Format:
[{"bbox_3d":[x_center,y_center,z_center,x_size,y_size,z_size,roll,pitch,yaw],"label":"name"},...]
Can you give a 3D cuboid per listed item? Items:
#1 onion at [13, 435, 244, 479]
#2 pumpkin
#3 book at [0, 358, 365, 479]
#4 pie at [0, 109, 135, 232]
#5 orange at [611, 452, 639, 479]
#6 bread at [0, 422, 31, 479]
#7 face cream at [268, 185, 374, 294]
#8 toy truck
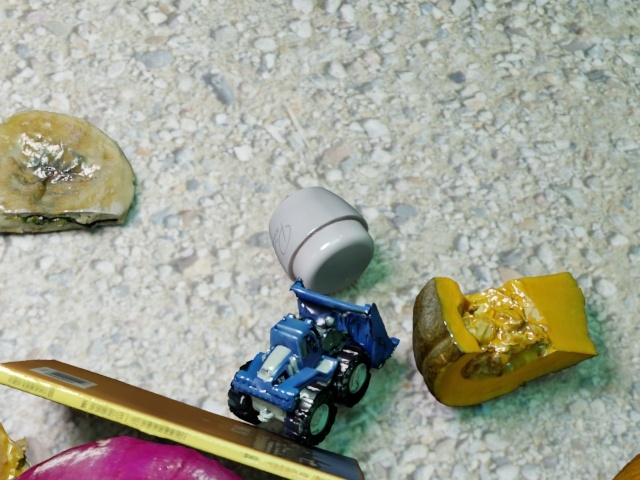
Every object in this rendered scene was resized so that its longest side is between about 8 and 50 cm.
[{"bbox_3d":[-0.159,0.324,1.190,0.348,0.347,0.385,17,25,0],"label":"onion"},{"bbox_3d":[0.206,0.117,1.495,0.248,0.126,0.131,3,47,-31],"label":"pumpkin"},{"bbox_3d":[-0.134,0.192,1.298,0.374,0.262,0.028,19,84,1],"label":"book"},{"bbox_3d":[-0.343,-0.088,1.555,0.218,0.052,0.185,-5,53,-17],"label":"pie"},{"bbox_3d":[0.417,0.366,1.253,0.322,0.322,0.357,19,61,2],"label":"orange"},{"bbox_3d":[-0.472,0.220,1.208,0.279,0.207,0.279,-39,89,-28],"label":"bread"},{"bbox_3d":[0.000,0.000,1.524,0.117,0.117,0.104,-24,56,-24],"label":"face cream"},{"bbox_3d":[-0.008,0.126,1.414,0.113,0.126,0.208,16,36,29],"label":"toy truck"}]
